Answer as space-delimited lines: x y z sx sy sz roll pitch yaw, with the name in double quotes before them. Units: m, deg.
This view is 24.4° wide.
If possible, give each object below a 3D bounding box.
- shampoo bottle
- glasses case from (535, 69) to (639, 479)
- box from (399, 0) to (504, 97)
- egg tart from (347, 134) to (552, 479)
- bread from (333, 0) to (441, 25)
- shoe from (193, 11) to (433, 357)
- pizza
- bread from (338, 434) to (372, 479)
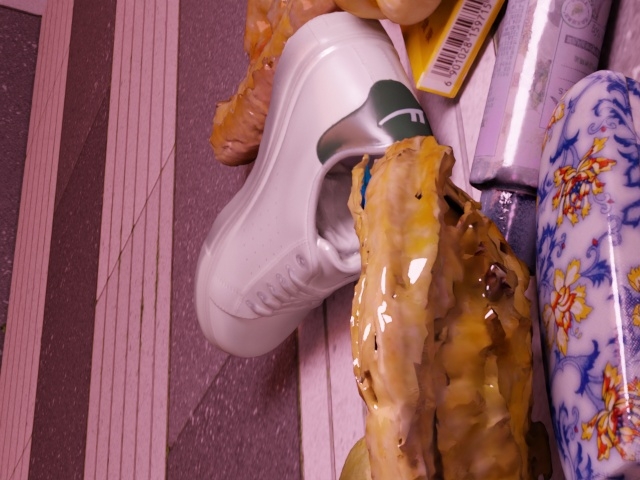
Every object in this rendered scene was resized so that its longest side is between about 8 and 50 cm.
"shampoo bottle" 0.138 -0.086 0.939 0.072 0.072 0.214 178 106 -71
"glasses case" 0.159 0.021 0.814 0.087 0.065 0.248 125 152 -58
"box" 0.129 -0.258 1.119 0.152 0.043 0.269 -100 29 -49
"egg tart" 0.077 0.076 0.847 0.291 0.107 0.291 -4 -90 -85
"bread" 0.042 -0.302 1.150 0.311 0.121 0.173 -97 26 -46
"shoe" 0.000 0.000 1.222 0.160 0.132 0.363 61 143 39
"pizza" -0.003 -0.308 1.479 0.392 0.080 0.435 164 115 -69
"bread" 0.042 0.192 1.046 0.188 0.065 0.149 139 145 -63
